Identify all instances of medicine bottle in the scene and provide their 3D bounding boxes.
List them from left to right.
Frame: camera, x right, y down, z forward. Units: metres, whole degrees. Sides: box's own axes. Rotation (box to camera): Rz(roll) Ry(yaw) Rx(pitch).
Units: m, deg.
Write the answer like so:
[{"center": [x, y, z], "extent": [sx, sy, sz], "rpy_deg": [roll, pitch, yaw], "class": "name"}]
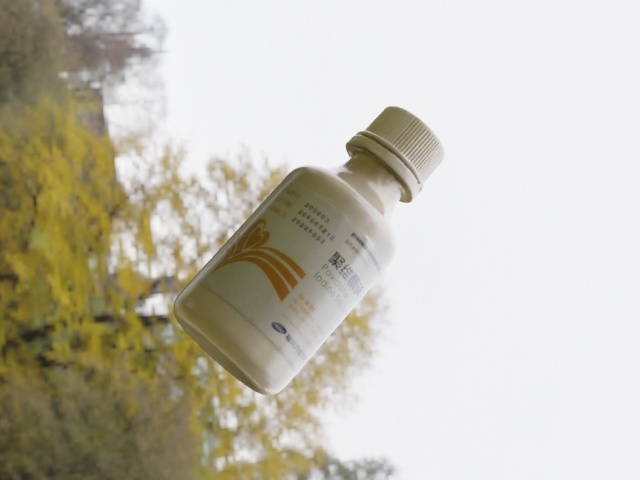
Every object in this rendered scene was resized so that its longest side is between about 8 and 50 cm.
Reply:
[{"center": [0.000, 0.000, 0.993], "extent": [0.114, 0.252, 0.114], "rpy_deg": [39, -14, 11], "class": "medicine bottle"}]
